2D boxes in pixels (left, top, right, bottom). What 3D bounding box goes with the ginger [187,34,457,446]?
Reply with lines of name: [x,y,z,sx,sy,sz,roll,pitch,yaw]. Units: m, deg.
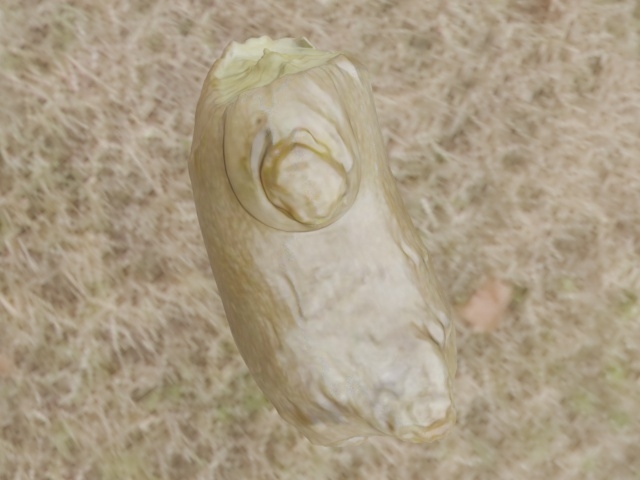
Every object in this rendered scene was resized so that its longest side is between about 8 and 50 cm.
ginger: [0.000,0.000,0.883,0.130,0.221,0.275,-24,75,-14]
